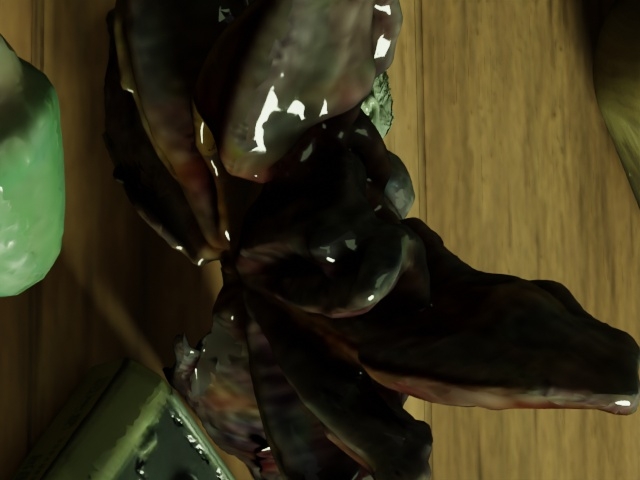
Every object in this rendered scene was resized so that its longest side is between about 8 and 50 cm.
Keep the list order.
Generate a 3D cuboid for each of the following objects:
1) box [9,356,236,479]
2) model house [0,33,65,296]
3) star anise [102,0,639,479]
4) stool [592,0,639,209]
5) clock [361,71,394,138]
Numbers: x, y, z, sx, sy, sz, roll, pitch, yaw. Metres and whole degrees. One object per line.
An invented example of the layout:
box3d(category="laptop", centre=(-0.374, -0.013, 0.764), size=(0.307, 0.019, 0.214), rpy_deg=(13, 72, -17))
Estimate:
box3d(category="box", centre=(-0.080, 0.201, 0.579), size=(0.211, 0.045, 0.270), rpy_deg=(59, 42, -25))
box3d(category="model house", centre=(-0.179, -0.018, 0.337), size=(0.298, 0.243, 0.284), rpy_deg=(-46, 125, -33))
box3d(category="star anise", centre=(-0.002, -0.002, 0.609), size=(0.129, 0.212, 0.282), rpy_deg=(-29, 99, -14))
box3d(category="stool", centre=(0.227, -0.122, 0.931), size=(0.179, 0.179, 0.264), rpy_deg=(-49, 122, -45))
box3d(category="clock", centre=(0.006, -0.073, 0.771), size=(0.083, 0.010, 0.074), rpy_deg=(58, 44, -28))
